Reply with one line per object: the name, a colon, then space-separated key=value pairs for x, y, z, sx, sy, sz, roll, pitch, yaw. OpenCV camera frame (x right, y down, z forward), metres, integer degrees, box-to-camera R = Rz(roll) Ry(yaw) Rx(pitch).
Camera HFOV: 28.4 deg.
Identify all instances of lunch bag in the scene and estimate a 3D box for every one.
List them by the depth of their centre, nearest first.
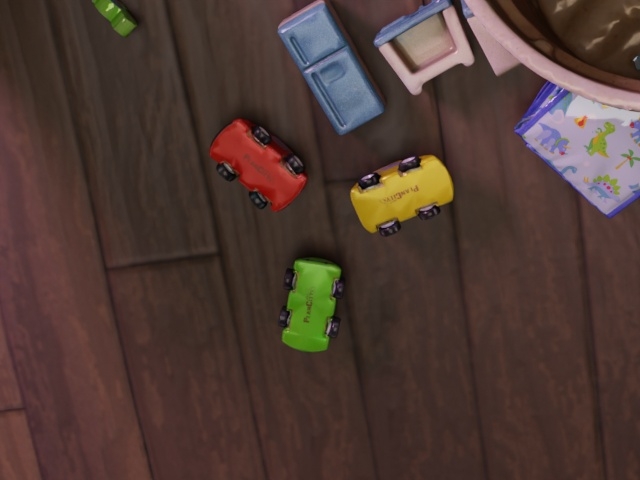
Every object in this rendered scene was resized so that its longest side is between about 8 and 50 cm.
lunch bag: x=0.274 y=-0.114 z=1.167 sx=0.129 sy=0.096 sz=0.151 roll=41 pitch=97 yaw=-8

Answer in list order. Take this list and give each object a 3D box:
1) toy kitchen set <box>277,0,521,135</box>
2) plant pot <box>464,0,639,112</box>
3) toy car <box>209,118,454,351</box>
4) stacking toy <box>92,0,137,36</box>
toy kitchen set: x=0.072 y=-0.182 z=1.127 sx=0.207 sy=0.166 sz=0.122 roll=-29 pitch=104 yaw=14
plant pot: x=0.260 y=-0.243 z=0.944 sx=0.333 sy=0.305 sz=0.334 roll=0 pitch=89 yaw=11
toy car: x=0.000 y=0.000 z=1.254 sx=0.239 sy=0.053 sz=0.225 roll=11 pitch=109 yaw=3
stacking toy: x=-0.201 y=-0.319 z=1.170 sx=0.167 sy=0.052 sz=0.221 roll=-41 pitch=101 yaw=16
